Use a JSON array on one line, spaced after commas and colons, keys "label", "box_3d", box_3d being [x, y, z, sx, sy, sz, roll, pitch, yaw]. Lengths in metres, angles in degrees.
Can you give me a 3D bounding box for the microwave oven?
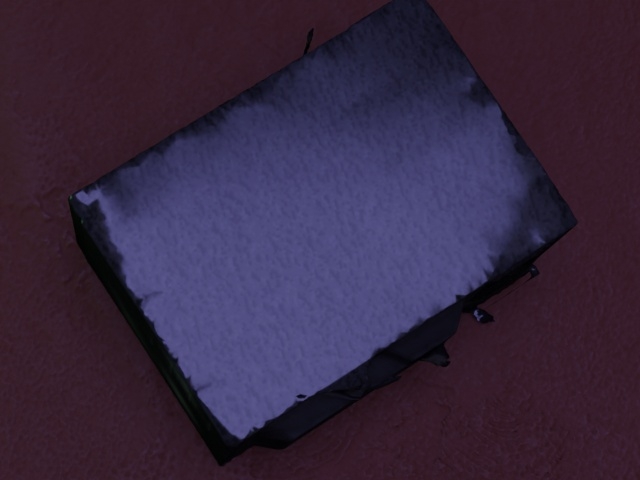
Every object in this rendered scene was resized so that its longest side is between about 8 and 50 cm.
[{"label": "microwave oven", "box_3d": [0.000, 0.000, 1.794, 0.432, 0.236, 0.374, -33, 84, -11]}]
